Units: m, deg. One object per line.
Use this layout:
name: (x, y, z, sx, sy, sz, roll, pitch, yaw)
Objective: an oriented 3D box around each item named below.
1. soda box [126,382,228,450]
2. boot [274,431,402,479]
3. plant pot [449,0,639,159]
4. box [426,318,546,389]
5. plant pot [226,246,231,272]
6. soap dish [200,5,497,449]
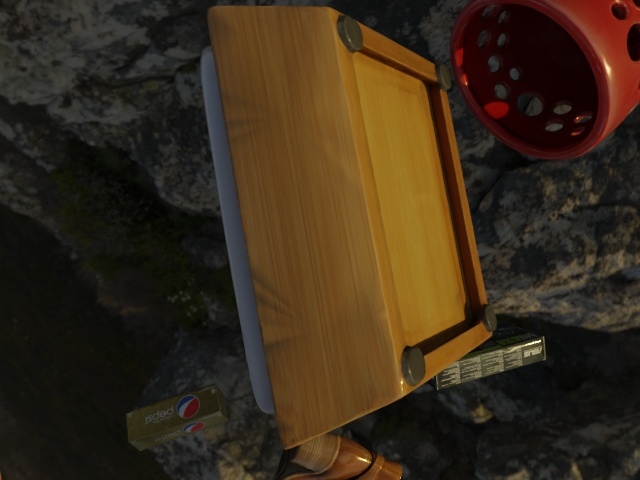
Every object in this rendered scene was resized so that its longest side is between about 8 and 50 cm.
soda box: (-0.277, 0.342, 1.050, 0.181, 0.061, 0.058, -18, 142, -4)
boot: (0.028, 0.484, 1.145, 0.220, 0.109, 0.283, 21, 136, -5)
plant pot: (0.261, -0.205, 0.560, 0.191, 0.174, 0.191, 47, 163, 19)
box: (0.219, 0.166, 0.864, 0.184, 0.190, 0.045, -158, 60, -68)
plant pot: (0.000, 0.000, 0.682, 0.272, 0.271, 0.255, 63, 164, -13)
soap dish: (0.035, -0.022, 0.424, 0.118, 0.229, 0.291, -13, 86, 34)
